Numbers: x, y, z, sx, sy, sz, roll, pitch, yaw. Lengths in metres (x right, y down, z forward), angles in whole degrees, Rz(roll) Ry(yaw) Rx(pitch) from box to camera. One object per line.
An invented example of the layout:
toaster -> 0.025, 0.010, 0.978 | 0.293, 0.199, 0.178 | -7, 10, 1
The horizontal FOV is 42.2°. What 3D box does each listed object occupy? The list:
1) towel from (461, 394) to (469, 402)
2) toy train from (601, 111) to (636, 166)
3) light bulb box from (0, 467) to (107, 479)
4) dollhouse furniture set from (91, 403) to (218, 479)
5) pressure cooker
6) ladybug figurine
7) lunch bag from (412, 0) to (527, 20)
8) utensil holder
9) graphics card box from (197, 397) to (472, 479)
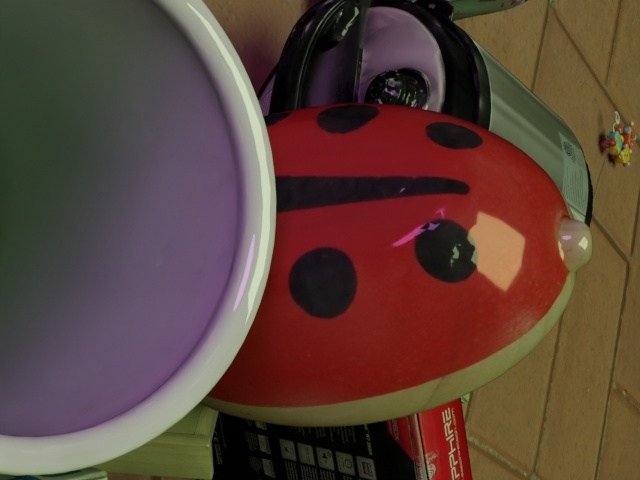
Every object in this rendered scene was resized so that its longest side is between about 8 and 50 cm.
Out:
towel -> 0.238, 0.213, 1.475 | 0.152, 0.023, 0.113 | 40, 60, -41
toy train -> 0.742, -0.253, 2.070 | 0.166, 0.046, 0.125 | 19, 73, -51
light bulb box -> -0.374, 0.251, 0.496 | 0.357, 0.361, 0.225 | 1, 88, -50
dollhouse furniture set -> -0.208, 0.241, 0.881 | 0.198, 0.286, 0.304 | -82, 175, -57
pressure cooker -> 0.097, -0.095, 1.040 | 0.420, 0.370, 0.375 | 25, 111, -43
ladybug figurine -> 0.000, 0.000, 0.722 | 0.162, 0.449, 0.305 | 54, 36, -53
lunch bag -> 0.154, -0.377, 1.206 | 0.224, 0.279, 0.108 | -16, 101, -60
utensil holder -> -0.280, -0.029, 0.597 | 0.327, 0.385, 0.328 | 1, 89, -49
graphics card box -> -0.008, 0.212, 0.919 | 0.094, 0.370, 0.233 | -19, 102, -45
